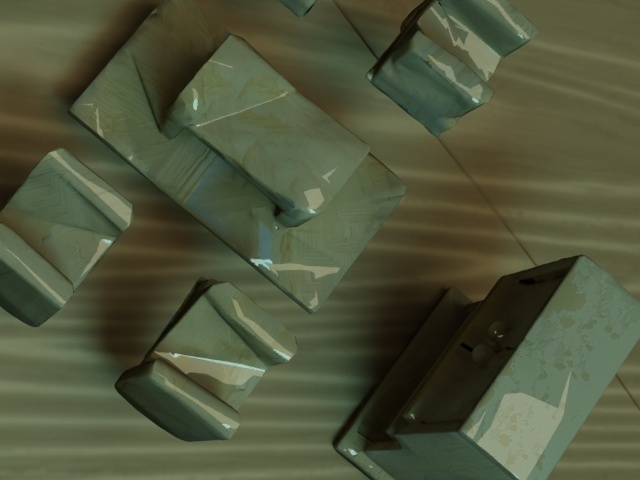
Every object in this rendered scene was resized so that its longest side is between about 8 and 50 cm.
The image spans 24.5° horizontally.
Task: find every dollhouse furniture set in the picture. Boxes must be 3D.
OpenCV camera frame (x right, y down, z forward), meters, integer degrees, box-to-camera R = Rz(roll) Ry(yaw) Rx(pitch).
[{"bbox_3d":[0.000,0.000,1.075,0.394,0.256,0.362,40,71,-8],"label":"dollhouse furniture set"}]
